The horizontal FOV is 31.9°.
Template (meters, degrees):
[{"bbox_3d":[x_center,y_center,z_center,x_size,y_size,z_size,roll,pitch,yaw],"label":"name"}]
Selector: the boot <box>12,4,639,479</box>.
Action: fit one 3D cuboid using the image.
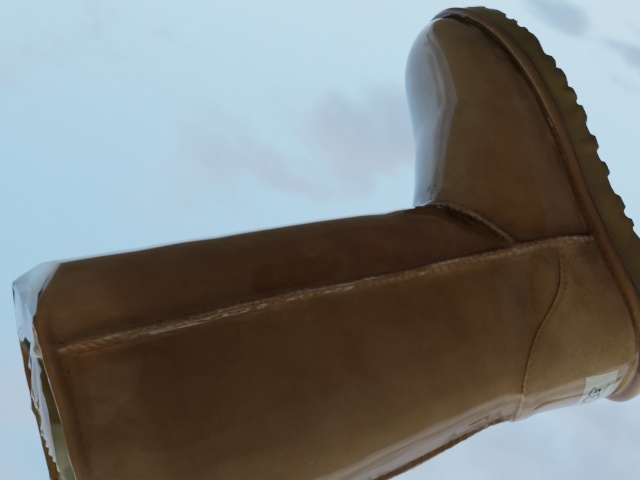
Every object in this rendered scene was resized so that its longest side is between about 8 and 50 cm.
[{"bbox_3d":[0.000,0.000,0.493,0.269,0.089,0.236,-12,-124,-21],"label":"boot"}]
